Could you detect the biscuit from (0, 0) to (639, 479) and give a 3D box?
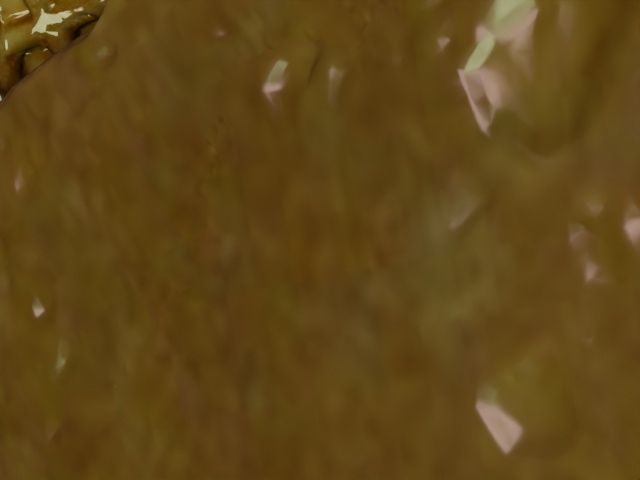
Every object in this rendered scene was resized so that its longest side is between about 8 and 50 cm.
[{"bbox_3d":[0.042,0.024,0.473,0.312,0.057,0.351,51,120,18],"label":"biscuit"}]

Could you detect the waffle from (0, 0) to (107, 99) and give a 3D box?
[{"bbox_3d":[-0.085,-0.123,0.551,0.102,0.042,0.148,-20,113,14],"label":"waffle"}]
